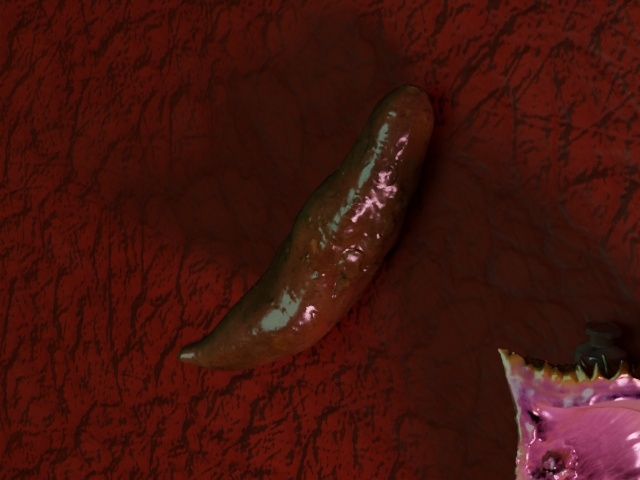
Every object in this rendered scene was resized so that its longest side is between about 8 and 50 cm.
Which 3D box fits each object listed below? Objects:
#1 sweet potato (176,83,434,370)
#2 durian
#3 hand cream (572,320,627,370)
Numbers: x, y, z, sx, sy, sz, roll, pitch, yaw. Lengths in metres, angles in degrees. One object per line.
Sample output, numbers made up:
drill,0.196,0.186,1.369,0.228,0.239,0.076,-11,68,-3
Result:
sweet potato,0.010,0.010,1.694,0.106,0.095,0.354,33,113,-16
durian,0.243,0.222,1.488,0.112,0.191,0.341,-100,2,-69
hand cream,0.228,0.171,1.552,0.067,0.043,0.210,17,111,37
